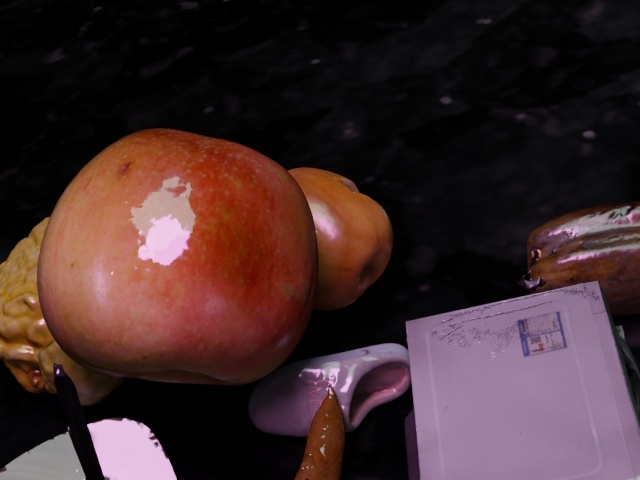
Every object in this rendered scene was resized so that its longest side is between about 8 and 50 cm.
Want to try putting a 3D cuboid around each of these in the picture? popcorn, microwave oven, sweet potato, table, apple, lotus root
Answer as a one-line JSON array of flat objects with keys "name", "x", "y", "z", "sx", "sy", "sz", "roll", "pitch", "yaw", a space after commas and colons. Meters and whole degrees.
[{"name": "popcorn", "x": -0.318, "y": 0.080, "z": 1.926, "sx": 0.225, "sy": 0.173, "sz": 0.286, "roll": -14, "pitch": 42, "yaw": 32}, {"name": "microwave oven", "x": 0.208, "y": 0.211, "z": 1.497, "sx": 0.238, "sy": 0.181, "sz": 0.295, "roll": -13, "pitch": 34, "yaw": 8}, {"name": "sweet potato", "x": -0.007, "y": 0.268, "z": 1.609, "sx": 0.067, "sy": 0.067, "sz": 0.273, "roll": -6, "pitch": 45, "yaw": 16}, {"name": "table", "x": -0.263, "y": 0.268, "z": 1.428, "sx": 0.317, "sy": 0.249, "sz": 0.317, "roll": -3, "pitch": 65, "yaw": 5}, {"name": "apple", "x": -0.151, "y": 0.019, "z": 1.707, "sx": 0.319, "sy": 0.319, "sz": 0.277, "roll": 1, "pitch": 80, "yaw": 25}, {"name": "lotus root", "x": 0.347, "y": 0.020, "z": 1.759, "sx": 0.241, "sy": 0.123, "sz": 0.124, "roll": -6, "pitch": 65, "yaw": 11}, {"name": "apple", "x": 0.000, "y": 0.000, "z": 1.898, "sx": 0.199, "sy": 0.199, "sz": 0.199, "roll": -11, "pitch": 35, "yaw": 8}]

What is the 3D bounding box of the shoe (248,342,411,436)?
[{"name": "shoe", "x": 0.018, "y": 0.176, "z": 1.719, "sx": 0.195, "sy": 0.079, "sz": 0.078, "roll": -18, "pitch": 34, "yaw": -7}]
